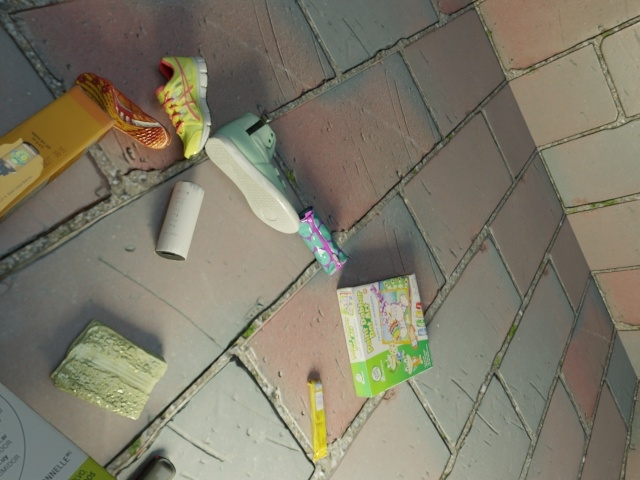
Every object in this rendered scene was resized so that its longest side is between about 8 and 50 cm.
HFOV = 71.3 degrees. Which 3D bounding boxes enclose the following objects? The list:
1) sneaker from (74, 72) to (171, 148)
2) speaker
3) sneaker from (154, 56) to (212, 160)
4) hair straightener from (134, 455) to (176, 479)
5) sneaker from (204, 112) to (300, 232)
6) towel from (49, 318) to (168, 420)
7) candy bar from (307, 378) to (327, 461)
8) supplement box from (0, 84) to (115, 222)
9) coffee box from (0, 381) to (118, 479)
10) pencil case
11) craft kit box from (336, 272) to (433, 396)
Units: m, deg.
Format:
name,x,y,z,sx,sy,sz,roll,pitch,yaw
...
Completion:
name,x,y,z,sx,sy,sz,roll,pitch,yaw
sneaker,-0.336,-0.213,0.759,0.175,0.067,0.064,40,89,-12
speaker,-0.248,-0.034,0.788,0.055,0.055,0.136,24,64,-35
sneaker,-0.258,-0.246,0.823,0.094,0.081,0.209,1,73,-33
hair straightener,-0.297,0.404,0.620,0.047,0.089,0.230,48,54,1
sneaker,-0.102,-0.145,0.917,0.256,0.094,0.151,52,49,-21
towel,-0.319,0.202,0.687,0.148,0.027,0.110,42,57,-26
candy bar,-0.006,0.370,0.927,0.040,0.018,0.162,4,76,-44
supplement box,-0.416,-0.123,0.649,0.078,0.080,0.234,48,52,-21
coffee box,-0.334,0.339,0.340,0.334,0.338,0.338,40,43,-1
pencil case,0.000,0.000,0.986,0.064,0.070,0.152,-39,105,-14
craft kit box,0.163,0.219,1.089,0.246,0.060,0.250,-8,85,-39
